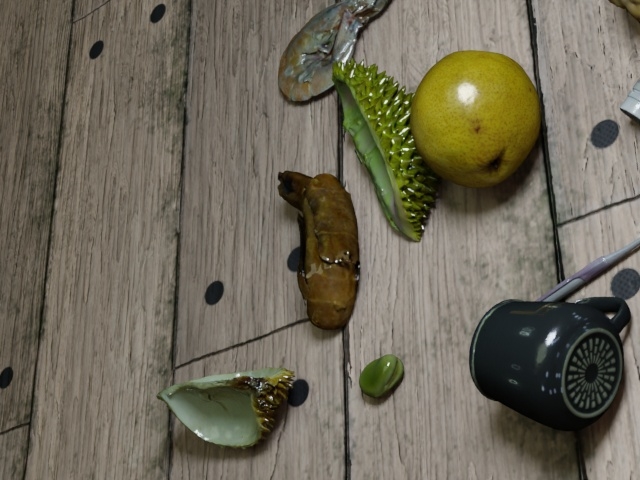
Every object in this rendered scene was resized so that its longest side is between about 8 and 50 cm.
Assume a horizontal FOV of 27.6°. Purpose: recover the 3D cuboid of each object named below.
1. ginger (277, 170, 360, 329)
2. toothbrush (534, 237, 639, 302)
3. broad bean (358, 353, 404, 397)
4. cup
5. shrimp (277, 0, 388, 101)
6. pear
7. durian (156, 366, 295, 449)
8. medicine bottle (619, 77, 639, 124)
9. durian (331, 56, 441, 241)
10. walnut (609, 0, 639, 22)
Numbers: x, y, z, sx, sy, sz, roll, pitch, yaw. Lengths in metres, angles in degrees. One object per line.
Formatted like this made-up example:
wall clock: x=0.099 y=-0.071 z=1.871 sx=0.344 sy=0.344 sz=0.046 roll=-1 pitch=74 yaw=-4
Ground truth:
ginger: x=0.007 y=-0.004 z=2.168 sx=0.133 sy=0.107 sz=0.309 roll=-48 pitch=39 yaw=48
toothbrush: x=0.375 y=0.044 z=1.848 sx=0.354 sy=0.024 sz=0.029 roll=-38 pitch=42 yaw=22
broad bean: x=0.092 y=0.210 z=2.013 sx=0.083 sy=0.045 sz=0.063 roll=-37 pitch=45 yaw=33
cup: x=0.320 y=0.148 z=1.765 sx=0.223 sy=0.169 sz=0.176 roll=-38 pitch=26 yaw=-28
shrimp: x=0.034 y=-0.364 z=2.368 sx=0.317 sy=0.062 sz=0.164 roll=-36 pitch=52 yaw=29
pear: x=0.233 y=-0.179 z=1.971 sx=0.209 sy=0.209 sz=0.209 roll=-22 pitch=55 yaw=34
durian: x=-0.147 y=0.267 z=2.139 sx=0.252 sy=0.139 sz=0.144 roll=-3 pitch=71 yaw=42
medicine bottle: x=0.477 y=-0.211 z=1.863 sx=0.091 sy=0.058 sz=0.058 roll=-55 pitch=43 yaw=5
durian: x=0.095 y=-0.177 z=2.143 sx=0.169 sy=0.157 sz=0.355 roll=-56 pitch=40 yaw=30
walnut: x=0.488 y=-0.405 z=1.860 sx=0.198 sy=0.198 sz=0.245 roll=-38 pitch=42 yaw=22
